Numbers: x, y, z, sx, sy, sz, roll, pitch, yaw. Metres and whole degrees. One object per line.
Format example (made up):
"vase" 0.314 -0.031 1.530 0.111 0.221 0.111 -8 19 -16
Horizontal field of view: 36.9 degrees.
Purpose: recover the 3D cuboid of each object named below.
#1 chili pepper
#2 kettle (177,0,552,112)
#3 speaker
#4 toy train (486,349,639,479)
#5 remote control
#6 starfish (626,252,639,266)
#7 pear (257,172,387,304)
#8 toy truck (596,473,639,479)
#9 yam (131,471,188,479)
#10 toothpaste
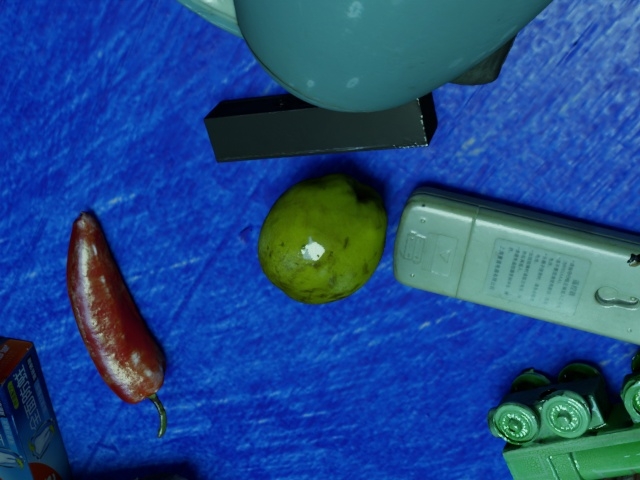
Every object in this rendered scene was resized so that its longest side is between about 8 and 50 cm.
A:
"chili pepper" -0.214 0.094 1.006 0.063 0.071 0.272 24 137 58
"kettle" 0.020 -0.234 0.570 0.319 0.247 0.342 24 139 -7
"speaker" -0.002 -0.099 0.798 0.191 0.040 0.046 -2 121 23
"toy train" 0.268 0.160 0.837 0.251 0.085 0.119 -19 101 34
"remote control" 0.178 0.021 0.814 0.233 0.038 0.098 14 128 11
"starfish" 0.294 -0.002 0.742 0.130 0.041 0.133 -7 117 -3
"pear" 0.000 0.000 0.827 0.107 0.107 0.131 42 120 -10
"toy truck" 0.270 0.276 0.928 0.092 0.083 0.192 42 129 -5
"yam" -0.253 0.384 1.106 0.271 0.201 0.202 -16 133 1
"toothpaste" -0.359 0.265 1.173 0.066 0.076 0.320 5 126 15
